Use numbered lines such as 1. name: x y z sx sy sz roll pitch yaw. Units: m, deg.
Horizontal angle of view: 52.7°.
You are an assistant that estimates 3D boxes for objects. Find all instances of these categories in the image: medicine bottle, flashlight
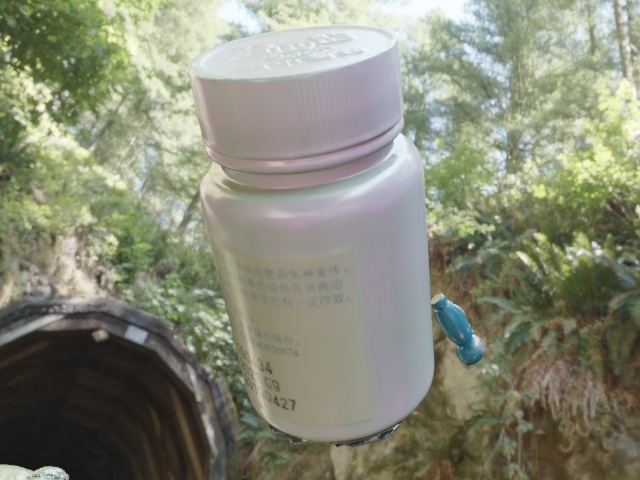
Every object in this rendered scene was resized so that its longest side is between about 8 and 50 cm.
1. medicine bottle: 0.000 0.000 0.642 0.213 0.213 0.379 2 -60 16
2. flashlight: 0.215 0.142 1.023 0.051 0.051 0.129 -24 -69 40

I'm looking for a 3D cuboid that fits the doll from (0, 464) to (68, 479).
1. doll: -0.359 0.290 0.552 0.175 0.149 0.278 -30 -19 27
